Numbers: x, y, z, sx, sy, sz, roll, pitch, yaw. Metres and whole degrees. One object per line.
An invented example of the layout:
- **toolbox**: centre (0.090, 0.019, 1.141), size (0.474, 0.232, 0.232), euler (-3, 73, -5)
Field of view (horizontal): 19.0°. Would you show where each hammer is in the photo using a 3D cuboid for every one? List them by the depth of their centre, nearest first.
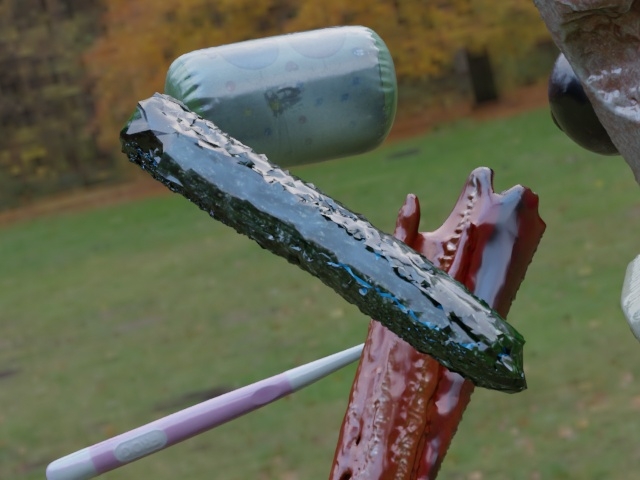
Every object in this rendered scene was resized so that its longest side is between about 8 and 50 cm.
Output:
- **hammer**: centre (-0.056, -0.125, 1.779), size (0.206, 0.119, 0.335), euler (-9, 3, -11)

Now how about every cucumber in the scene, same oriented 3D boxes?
- **cucumber**: centre (0.001, -0.001, 0.951), size (0.257, 0.043, 0.044), euler (33, -8, 24)

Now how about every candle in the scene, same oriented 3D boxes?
- **candle**: centre (0.050, 0.095, 1.067), size (0.084, 0.301, 0.059), euler (20, -17, -1)

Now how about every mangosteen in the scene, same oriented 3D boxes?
- **mangosteen**: centre (0.278, -0.144, 1.814), size (0.137, 0.137, 0.151), euler (-14, 4, -13)

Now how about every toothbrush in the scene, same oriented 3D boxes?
- **toothbrush**: centre (-0.040, 0.099, 1.217), size (0.286, 0.020, 0.025), euler (-22, 13, -3)

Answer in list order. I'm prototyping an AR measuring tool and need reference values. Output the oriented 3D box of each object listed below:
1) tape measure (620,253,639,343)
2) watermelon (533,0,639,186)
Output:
- **tape measure**: centre (0.365, 0.108, 1.587), size (0.133, 0.271, 0.231), euler (-41, 3, 20)
- **watermelon**: centre (0.237, -0.128, 1.256), size (0.226, 0.318, 0.148), euler (-8, 13, -33)
